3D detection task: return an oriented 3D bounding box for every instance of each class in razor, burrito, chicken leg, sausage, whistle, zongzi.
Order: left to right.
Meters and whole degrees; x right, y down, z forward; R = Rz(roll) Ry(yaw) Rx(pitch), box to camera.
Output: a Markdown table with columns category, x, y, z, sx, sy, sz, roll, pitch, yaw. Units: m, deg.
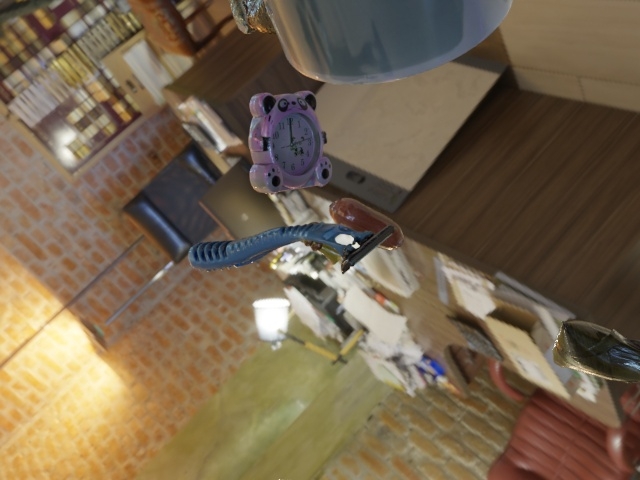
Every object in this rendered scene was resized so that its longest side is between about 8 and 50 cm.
| category | x | y | z | sx | sy | sz | roll | pitch | yaw |
| --- | --- | --- | --- | --- | --- | --- | --- | --- | --- |
| burrito | -0.181 | -0.521 | 1.501 | 0.045 | 0.041 | 0.185 | 29 | -142 | -53 |
| razor | -0.048 | 0.007 | 0.712 | 0.253 | 0.082 | 0.042 | -7 | 110 | 41 |
| chicken leg | -0.078 | -0.460 | 1.226 | 0.322 | 0.083 | 0.177 | -109 | 30 | -43 |
| whistle | 0.002 | 0.003 | 1.533 | 0.109 | 0.057 | 0.046 | 35 | -162 | -21 |
| sausage | 0.099 | -0.032 | 1.443 | 0.194 | 0.077 | 0.077 | 25 | 178 | -31 |
| zongzi | 0.641 | 0.237 | 1.543 | 0.221 | 0.112 | 0.242 | 10 | 159 | 18 |

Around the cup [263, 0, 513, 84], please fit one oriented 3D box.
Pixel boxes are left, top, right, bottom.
| category | x | y | z | sx | sy | sz | roll | pitch | yaw |
| --- | --- | --- | --- | --- | --- | --- | --- | --- | --- |
| cup | 0.054 | -0.377 | 0.695 | 0.259 | 0.356 | 0.274 | 1 | 142 | 23 |

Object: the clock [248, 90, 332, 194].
| category | x | y | z | sx | sy | sz | roll | pitch | yaw |
| --- | --- | --- | --- | --- | --- | --- | --- | --- | --- |
| clock | -0.083 | -0.249 | 1.738 | 0.090 | 0.228 | 0.247 | 7 | 105 | 48 |
